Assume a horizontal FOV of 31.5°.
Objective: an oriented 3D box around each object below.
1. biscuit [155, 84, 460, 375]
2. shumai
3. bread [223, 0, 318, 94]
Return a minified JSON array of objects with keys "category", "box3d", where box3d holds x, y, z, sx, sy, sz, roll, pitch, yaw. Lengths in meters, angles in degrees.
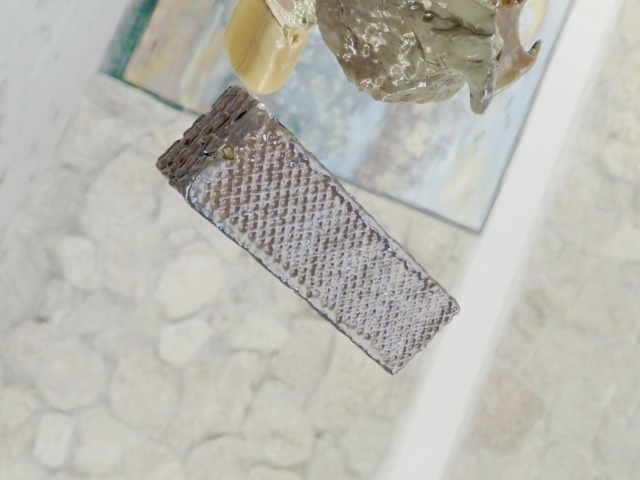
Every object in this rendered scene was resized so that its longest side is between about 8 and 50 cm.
[{"category":"biscuit","box3d":[0.000,0.000,1.094,0.107,0.388,0.073,-45,-136,2]},{"category":"shumai","box3d":[0.145,-0.286,1.475,0.267,0.314,0.262,-50,-150,9]},{"category":"bread","box3d":[-0.074,-0.315,1.711,0.085,0.134,0.173,-20,159,-35]}]
